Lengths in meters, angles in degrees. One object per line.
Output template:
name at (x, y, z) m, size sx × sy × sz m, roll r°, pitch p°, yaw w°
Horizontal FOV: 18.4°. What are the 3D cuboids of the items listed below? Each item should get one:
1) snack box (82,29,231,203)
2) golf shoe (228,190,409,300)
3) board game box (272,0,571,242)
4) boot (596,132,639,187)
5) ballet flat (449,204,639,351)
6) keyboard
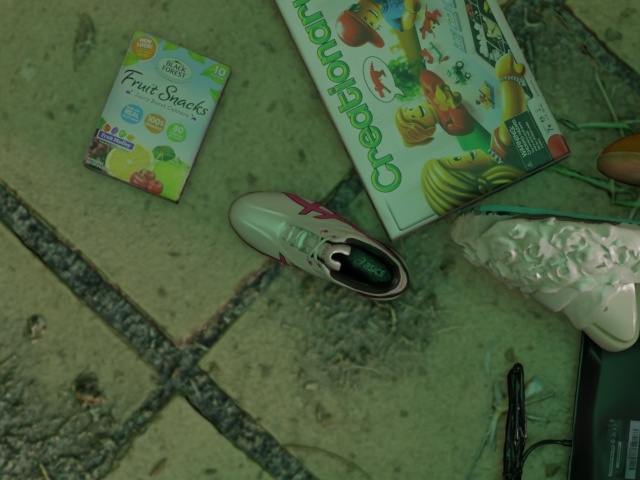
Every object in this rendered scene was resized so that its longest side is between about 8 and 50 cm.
snack box at (-0.158, -0.119, 1.904) m, size 0.100 × 0.037 × 0.141 m, roll 22°, pitch 87°, yaw 0°
golf shoe at (0.000, 0.000, 1.877) m, size 0.186 × 0.086 × 0.067 m, roll 22°, pitch 88°, yaw 2°
board game box at (0.087, -0.176, 1.903) m, size 0.193 × 0.053 × 0.305 m, roll -26°, pitch 88°, yaw -2°
boot at (0.396, -0.153, 1.824) m, size 0.295 × 0.104 × 0.211 m, roll 0°, pitch 80°, yaw -6°
ballet flat at (0.324, 0.042, 1.827) m, size 0.409 × 0.147 × 0.147 m, roll 3°, pitch 87°, yaw -8°
keyboard at (0.258, 0.196, 1.897) m, size 0.202 × 0.033 × 0.317 m, roll 7°, pitch 86°, yaw -7°
